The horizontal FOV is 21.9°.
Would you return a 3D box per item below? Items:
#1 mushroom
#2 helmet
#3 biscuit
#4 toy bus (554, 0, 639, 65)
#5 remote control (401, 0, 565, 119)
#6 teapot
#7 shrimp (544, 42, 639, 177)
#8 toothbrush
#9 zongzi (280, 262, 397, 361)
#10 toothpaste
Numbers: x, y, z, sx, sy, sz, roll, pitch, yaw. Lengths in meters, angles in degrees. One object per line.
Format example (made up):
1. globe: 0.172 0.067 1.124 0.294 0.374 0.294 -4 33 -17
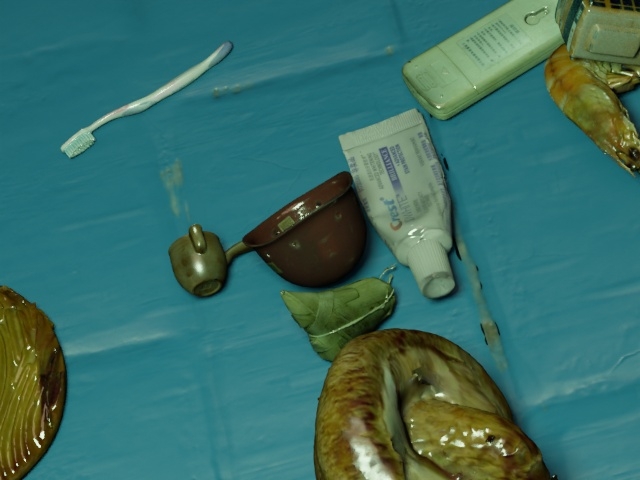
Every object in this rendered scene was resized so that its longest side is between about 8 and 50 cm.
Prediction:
1. mushroom: 0.116 0.241 1.774 0.283 0.195 0.263 35 36 22
2. helmet: 0.000 0.000 1.972 0.155 0.175 0.106 -36 97 -14
3. biscuit: -0.461 0.188 2.009 0.318 0.040 0.318 -5 59 9
4. toy bus: 0.389 -0.269 2.045 0.182 0.091 0.103 7 45 -7
5. remote control: 0.220 -0.243 2.130 0.233 0.038 0.098 -32 60 -9
6. teapot: -0.127 0.018 2.025 0.110 0.085 0.080 -9 58 -18
7. shrimp: 0.368 -0.167 2.045 0.150 0.068 0.249 -13 54 -3
8. toothbrush: -0.228 -0.188 2.193 0.269 0.021 0.027 -34 72 -9
9. zongzi: 0.032 0.054 1.942 0.154 0.130 0.062 -46 33 -16
10. toothpaste: 0.109 -0.047 2.029 0.099 0.068 0.282 0 49 -21
